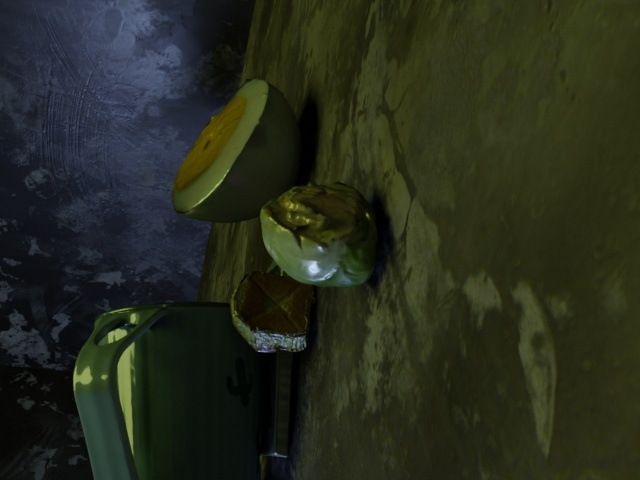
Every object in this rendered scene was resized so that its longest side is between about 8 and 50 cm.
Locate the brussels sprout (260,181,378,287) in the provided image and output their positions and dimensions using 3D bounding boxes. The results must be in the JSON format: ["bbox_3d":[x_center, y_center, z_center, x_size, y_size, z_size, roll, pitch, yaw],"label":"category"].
[{"bbox_3d":[0.001,0.003,0.870,0.151,0.149,0.122,-75,-17,-62],"label":"brussels sprout"}]

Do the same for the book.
[{"bbox_3d":[-0.093,0.226,1.318,0.260,0.043,0.370,134,141,-67],"label":"book"}]

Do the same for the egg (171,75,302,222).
[{"bbox_3d":[-0.143,-0.157,1.410,0.337,0.201,0.337,-40,33,32],"label":"egg"}]

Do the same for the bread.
[{"bbox_3d":[-0.081,0.121,1.129,0.069,0.140,0.128,102,174,-50],"label":"bread"}]

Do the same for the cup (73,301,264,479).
[{"bbox_3d":[-0.280,0.300,1.198,0.310,0.401,0.392,-20,68,45],"label":"cup"}]
